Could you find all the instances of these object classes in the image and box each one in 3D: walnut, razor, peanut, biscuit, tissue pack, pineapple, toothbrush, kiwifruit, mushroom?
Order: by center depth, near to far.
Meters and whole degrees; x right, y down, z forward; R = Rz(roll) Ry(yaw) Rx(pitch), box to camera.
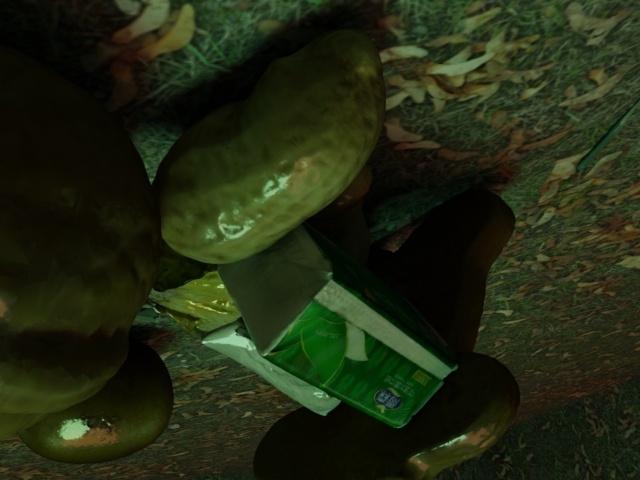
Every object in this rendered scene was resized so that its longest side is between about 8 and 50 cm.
[{"bbox_3d":[-0.268,0.008,0.514,0.333,0.332,0.333,-11,156,-5],"label":"walnut"},{"bbox_3d":[-0.044,-0.076,0.612,0.253,0.137,0.122,-32,148,30],"label":"peanut"},{"bbox_3d":[0.001,0.094,0.712,0.156,0.148,0.209,-48,129,5],"label":"tissue pack"},{"bbox_3d":[-0.136,0.033,0.831,0.186,0.114,0.236,6,153,-12],"label":"pineapple"},{"bbox_3d":[0.349,-0.128,0.847,0.011,0.014,0.167,-15,158,-19],"label":"toothbrush"},{"bbox_3d":[0.000,0.000,0.867,0.123,0.095,0.351,14,155,3],"label":"mushroom"},{"bbox_3d":[0.084,0.143,0.875,0.076,0.394,0.368,40,129,-24],"label":"biscuit"},{"bbox_3d":[-0.323,0.115,1.010,0.191,0.037,0.068,-10,152,-11],"label":"razor"},{"bbox_3d":[-0.346,0.241,1.086,0.234,0.195,0.196,1,153,-39],"label":"kiwifruit"}]
